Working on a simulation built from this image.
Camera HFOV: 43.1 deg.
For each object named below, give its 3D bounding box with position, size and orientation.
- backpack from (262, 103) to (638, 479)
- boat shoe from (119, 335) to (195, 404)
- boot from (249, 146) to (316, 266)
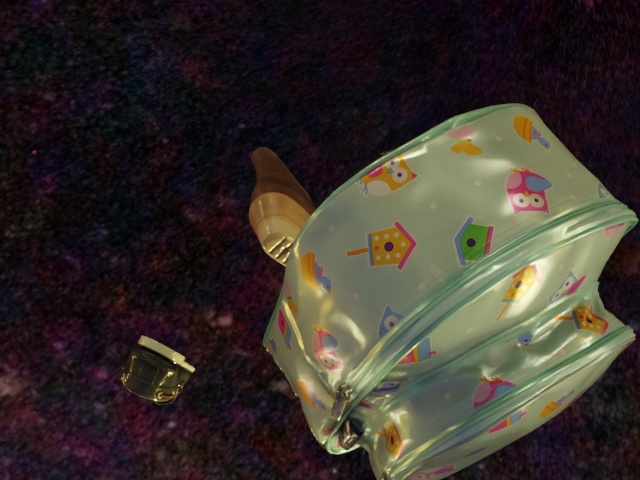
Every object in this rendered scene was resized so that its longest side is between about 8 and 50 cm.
[{"bbox_3d":[0.065,0.030,0.402,0.144,0.166,0.188,55,157,28],"label":"backpack"},{"bbox_3d":[-0.125,0.100,0.616,0.049,0.133,0.042,26,78,-1],"label":"boat shoe"},{"bbox_3d":[0.000,0.000,1.078,0.090,0.206,0.248,-35,122,17],"label":"boot"}]
